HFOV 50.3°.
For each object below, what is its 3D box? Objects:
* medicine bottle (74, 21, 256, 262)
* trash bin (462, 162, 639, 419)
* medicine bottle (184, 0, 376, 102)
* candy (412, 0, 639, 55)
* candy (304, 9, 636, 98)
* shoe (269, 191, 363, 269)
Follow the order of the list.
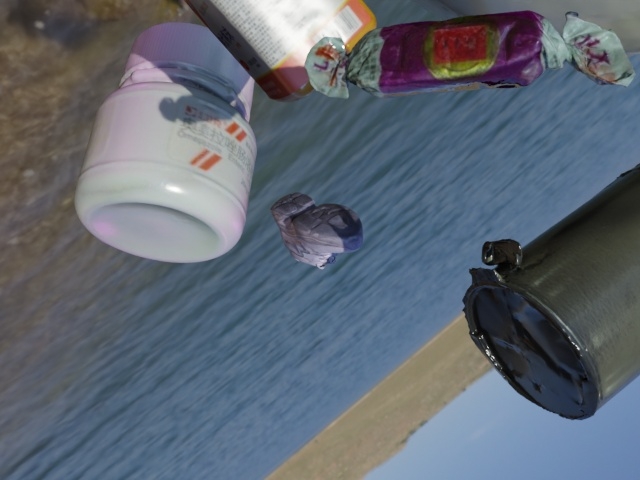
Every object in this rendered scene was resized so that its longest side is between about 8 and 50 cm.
[{"bbox_3d":[-0.216,-0.144,1.018,0.241,0.302,0.241,5,154,2],"label":"medicine bottle"},{"bbox_3d":[0.349,0.057,0.823,0.301,0.252,0.203,-31,-176,-20],"label":"trash bin"},{"bbox_3d":[-0.065,-0.245,0.640,0.112,0.222,0.149,-44,-164,-3],"label":"medicine bottle"},{"bbox_3d":[0.153,-0.292,0.541,0.186,0.427,0.386,-53,157,-8],"label":"candy"},{"bbox_3d":[0.074,-0.098,0.365,0.174,0.045,0.043,-2,170,15],"label":"candy"},{"bbox_3d":[0.000,0.000,1.257,0.095,0.138,0.245,-33,-149,-23],"label":"shoe"}]
